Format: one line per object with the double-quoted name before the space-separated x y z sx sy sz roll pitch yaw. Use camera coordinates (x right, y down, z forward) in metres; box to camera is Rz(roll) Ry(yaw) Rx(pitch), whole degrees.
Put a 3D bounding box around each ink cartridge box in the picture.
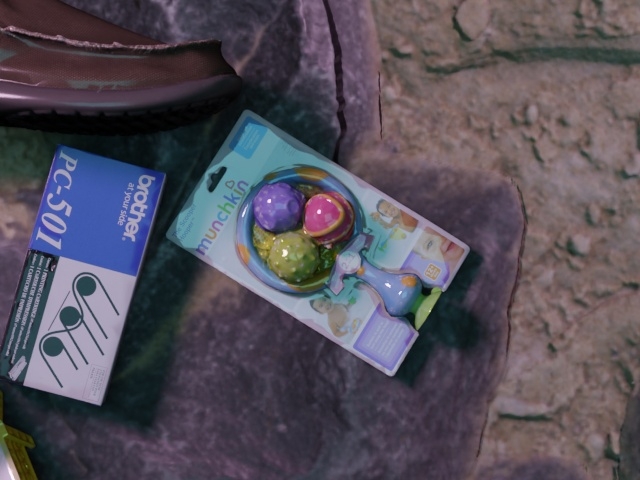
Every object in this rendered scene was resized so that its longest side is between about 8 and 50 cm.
"ink cartridge box" -0.206 0.030 1.052 0.097 0.046 0.207 16 86 -5

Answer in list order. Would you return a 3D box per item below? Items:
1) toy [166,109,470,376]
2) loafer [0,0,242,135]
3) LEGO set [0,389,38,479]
"toy" 0.000 0.000 1.063 0.237 0.056 0.137 32 84 -2
"loafer" -0.247 -0.160 1.013 0.366 0.134 0.130 1 88 -4
"LEGO set" -0.307 0.189 1.005 0.107 0.132 0.287 -33 96 4
